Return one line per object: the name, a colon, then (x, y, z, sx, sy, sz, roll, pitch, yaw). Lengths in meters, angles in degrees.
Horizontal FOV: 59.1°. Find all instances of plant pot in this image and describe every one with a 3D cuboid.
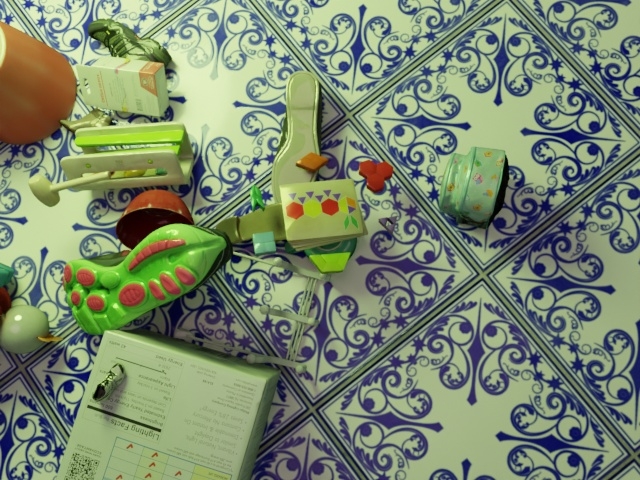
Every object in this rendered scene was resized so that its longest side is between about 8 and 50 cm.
plant pot: (-0.766, -0.393, 1.343, 0.275, 0.243, 0.275, -1, 82, 4)

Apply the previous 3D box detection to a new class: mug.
mug: (0.009, 0.003, 1.297, 0.158, 0.097, 0.129, -44, 81, -4)

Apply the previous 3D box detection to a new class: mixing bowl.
mixing bowl: (-0.378, -0.053, 1.314, 0.181, 0.181, 0.098, -10, 53, 3)

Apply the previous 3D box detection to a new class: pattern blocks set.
pattern blocks set: (0.007, -0.063, 1.242, 0.325, 0.026, 0.285, 2, 68, -6)

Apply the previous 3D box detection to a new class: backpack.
backpack: (0.341, -0.123, 1.245, 0.144, 0.188, 0.165, 15, 84, 6)

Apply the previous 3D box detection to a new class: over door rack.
over door rack: (-0.162, 0.148, 1.285, 0.324, 0.108, 0.239, 14, 82, 7)

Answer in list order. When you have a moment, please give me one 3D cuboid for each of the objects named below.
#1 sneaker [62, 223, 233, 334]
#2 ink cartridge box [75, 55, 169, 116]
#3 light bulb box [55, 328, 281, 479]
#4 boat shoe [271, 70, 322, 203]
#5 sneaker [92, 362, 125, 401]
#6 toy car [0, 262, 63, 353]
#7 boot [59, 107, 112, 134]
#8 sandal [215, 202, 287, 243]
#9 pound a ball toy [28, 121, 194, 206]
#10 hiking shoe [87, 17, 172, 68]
sneaker: (-0.386, 0.086, 1.245, 0.483, 0.202, 0.185, -15, 90, 31)
ink cartridge box: (-0.480, -0.379, 1.378, 0.198, 0.115, 0.067, 9, 41, 5)
light bulb box: (-0.309, 0.408, 1.195, 0.358, 0.225, 0.361, 16, 83, 7)
boat shoe: (-0.047, -0.231, 1.351, 0.112, 0.095, 0.335, 6, 87, 6)
sneaker: (-0.409, 0.276, 1.093, 0.032, 0.037, 0.083, 27, 83, 11)
toy car: (-0.717, 0.190, 1.307, 0.238, 0.210, 0.219, 29, 79, -20)
boot: (-0.585, -0.299, 1.421, 0.118, 0.042, 0.087, 32, 79, 7)
sandal: (-0.126, -0.030, 1.327, 0.240, 0.079, 0.088, -9, 76, 21)
pound a ball toy: (-0.475, -0.157, 1.323, 0.319, 0.135, 0.208, -4, 45, 4)
hiking shoe: (-0.494, -0.470, 1.413, 0.227, 0.086, 0.114, 24, 81, 7)
